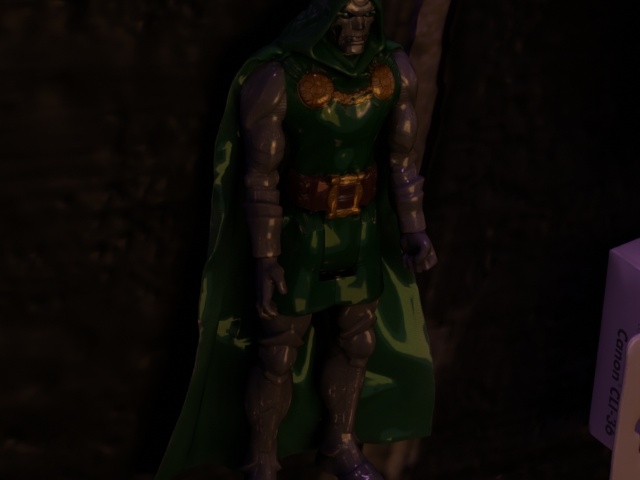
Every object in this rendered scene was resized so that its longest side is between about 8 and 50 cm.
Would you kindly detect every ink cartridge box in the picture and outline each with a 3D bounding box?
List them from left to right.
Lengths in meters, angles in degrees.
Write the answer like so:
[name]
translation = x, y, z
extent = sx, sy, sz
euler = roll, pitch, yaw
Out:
[ink cartridge box]
translation = 0.200, 0.047, 0.940
extent = 0.198, 0.067, 0.115
euler = -19, 127, -29

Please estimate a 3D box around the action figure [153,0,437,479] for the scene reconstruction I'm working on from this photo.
[action figure]
translation = 0.000, 0.000, 0.762
extent = 0.137, 0.063, 0.232
euler = -12, 121, -28
